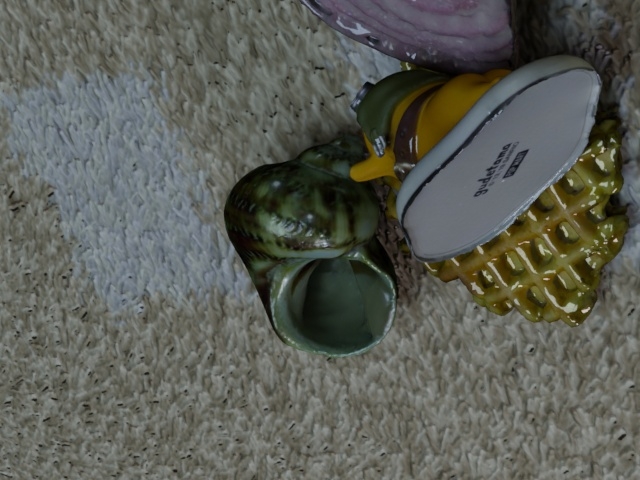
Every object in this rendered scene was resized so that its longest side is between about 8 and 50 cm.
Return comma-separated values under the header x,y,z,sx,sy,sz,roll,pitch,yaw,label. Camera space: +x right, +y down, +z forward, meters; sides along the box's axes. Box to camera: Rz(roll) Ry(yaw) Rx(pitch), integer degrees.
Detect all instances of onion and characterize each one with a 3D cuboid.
x,y,z,sx,sy,sz,roll,pitch,yaw,label
0.061,-0.263,1.567,0.247,0.111,0.250,21,151,29,onion

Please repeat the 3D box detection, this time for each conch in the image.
x,y,z,sx,sy,sz,roll,pitch,yaw,label
0.001,-0.002,1.792,0.187,0.124,0.181,26,139,-6,conch

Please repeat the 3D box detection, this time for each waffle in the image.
x,y,z,sx,sy,sz,roll,pitch,yaw,label
0.152,-0.045,1.691,0.245,0.052,0.254,25,132,27,waffle

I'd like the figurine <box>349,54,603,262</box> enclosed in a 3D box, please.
x,y,z,sx,sy,sz,roll,pitch,yaw,label
0.113,-0.106,1.561,0.141,0.166,0.250,62,140,24,figurine
